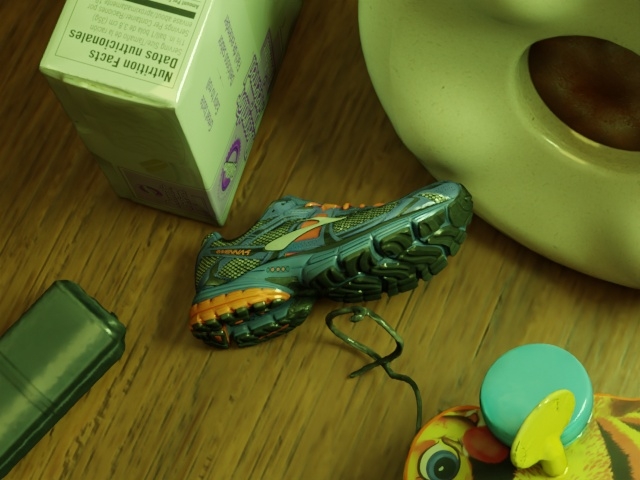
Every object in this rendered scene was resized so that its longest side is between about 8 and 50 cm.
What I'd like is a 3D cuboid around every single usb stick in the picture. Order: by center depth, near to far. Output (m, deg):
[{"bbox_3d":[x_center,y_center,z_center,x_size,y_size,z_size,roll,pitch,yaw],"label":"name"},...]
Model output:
[{"bbox_3d":[-0.253,0.144,0.915,0.077,0.045,0.278,41,80,14],"label":"usb stick"}]

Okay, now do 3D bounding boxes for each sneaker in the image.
[{"bbox_3d":[0.000,0.000,0.905,0.221,0.083,0.087,-20,64,15],"label":"sneaker"}]

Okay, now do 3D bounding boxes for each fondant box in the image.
[{"bbox_3d":[-0.070,-0.204,0.910,0.096,0.238,0.330,17,75,8],"label":"fondant box"}]

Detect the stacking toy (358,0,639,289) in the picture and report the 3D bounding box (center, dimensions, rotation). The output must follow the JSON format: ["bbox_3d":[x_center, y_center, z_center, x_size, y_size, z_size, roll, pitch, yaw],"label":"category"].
[{"bbox_3d":[0.276,-0.234,0.894,0.350,0.351,0.480,28,62,12],"label":"stacking toy"}]

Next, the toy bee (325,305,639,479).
[{"bbox_3d":[0.124,0.158,0.825,0.298,0.195,0.162,-3,53,44],"label":"toy bee"}]
